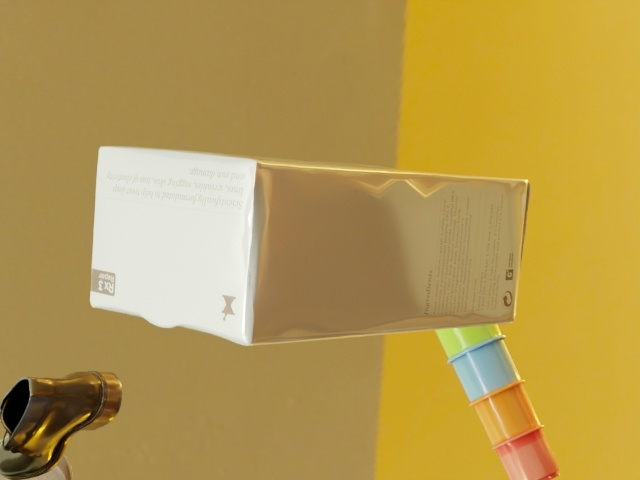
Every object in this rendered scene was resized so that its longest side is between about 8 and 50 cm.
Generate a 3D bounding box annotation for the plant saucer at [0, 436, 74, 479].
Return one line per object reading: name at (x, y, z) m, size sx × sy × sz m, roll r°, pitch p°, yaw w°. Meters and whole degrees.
plant saucer at (-0.383, 0.341, 1.482) m, size 0.198 × 0.199 × 0.036 m, roll -54°, pitch -38°, yaw -8°

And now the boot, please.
boot at (-0.322, 0.198, 1.288) m, size 0.106 × 0.082 × 0.219 m, roll 14°, pitch -43°, yaw -45°

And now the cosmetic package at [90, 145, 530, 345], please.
cosmetic package at (0.000, 0.000, 1.110) m, size 0.385 × 0.217 × 0.156 m, roll 2°, pitch -85°, yaw -49°

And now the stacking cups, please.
stacking cups at (0.220, 0.164, 1.523) m, size 0.096 × 0.096 × 0.316 m, roll -20°, pitch -105°, yaw -29°
